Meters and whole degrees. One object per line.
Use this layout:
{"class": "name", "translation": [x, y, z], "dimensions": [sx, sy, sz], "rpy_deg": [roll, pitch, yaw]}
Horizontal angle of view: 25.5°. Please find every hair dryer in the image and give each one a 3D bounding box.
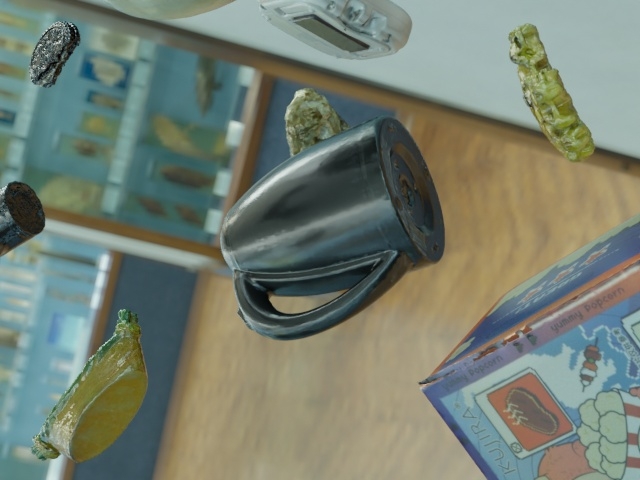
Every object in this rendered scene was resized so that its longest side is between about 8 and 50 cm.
{"class": "hair dryer", "translation": [-0.499, 0.052, 2.052], "dimensions": [0.197, 0.089, 0.251], "rpy_deg": [-28, 44, 19]}

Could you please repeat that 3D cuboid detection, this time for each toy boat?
{"class": "toy boat", "translation": [-0.267, 0.185, 1.644], "dimensions": [0.229, 0.089, 0.088], "rpy_deg": [-54, 45, 17]}

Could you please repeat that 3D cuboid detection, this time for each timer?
{"class": "timer", "translation": [0.021, -0.407, 2.557], "dimensions": [0.237, 0.262, 0.087], "rpy_deg": [5, 73, 59]}

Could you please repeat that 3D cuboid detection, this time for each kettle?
{"class": "kettle", "translation": [0.000, 0.000, 1.885], "dimensions": [0.290, 0.207, 0.268], "rpy_deg": [-20, 52, 20]}

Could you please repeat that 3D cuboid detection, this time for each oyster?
{"class": "oyster", "translation": [0.046, -0.104, 2.277], "dimensions": [0.166, 0.294, 0.094], "rpy_deg": [-54, 0, 29]}

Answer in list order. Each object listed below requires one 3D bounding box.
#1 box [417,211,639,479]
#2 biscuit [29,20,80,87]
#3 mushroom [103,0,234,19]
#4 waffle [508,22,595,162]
{"class": "box", "translation": [0.347, 0.174, 1.444], "dimensions": [0.318, 0.349, 0.257], "rpy_deg": [-33, 3, 39]}
{"class": "biscuit", "translation": [-0.333, -0.235, 1.778], "dimensions": [0.089, 0.027, 0.087], "rpy_deg": [2, 76, 50]}
{"class": "mushroom", "translation": [-0.182, -0.435, 1.774], "dimensions": [0.325, 0.353, 0.353], "rpy_deg": [140, 142, -62]}
{"class": "waffle", "translation": [0.255, -0.162, 1.594], "dimensions": [0.051, 0.149, 0.194], "rpy_deg": [-28, 15, 11]}
